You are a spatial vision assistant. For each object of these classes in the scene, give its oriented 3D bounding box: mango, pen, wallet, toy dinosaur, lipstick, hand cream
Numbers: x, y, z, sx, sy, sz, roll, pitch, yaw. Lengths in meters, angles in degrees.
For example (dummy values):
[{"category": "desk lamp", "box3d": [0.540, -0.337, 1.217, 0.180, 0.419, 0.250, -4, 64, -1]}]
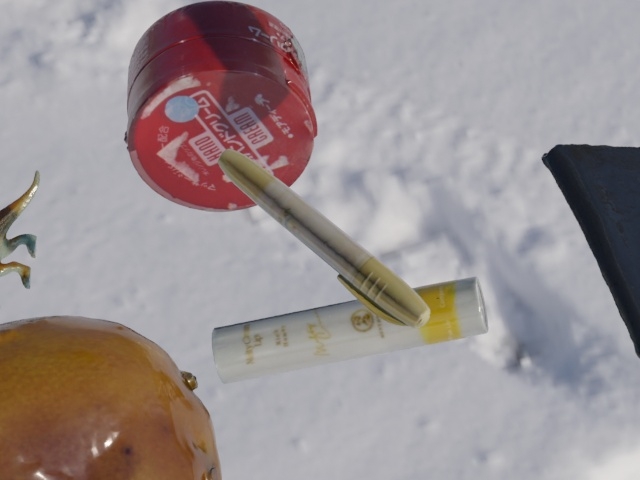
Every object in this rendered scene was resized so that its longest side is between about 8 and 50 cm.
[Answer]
[{"category": "mango", "box3d": [-0.188, 0.135, 1.196, 0.236, 0.136, 0.166, -17, 80, -14]}, {"category": "pen", "box3d": [0.000, 0.000, 1.599, 0.233, 0.040, 0.032, 39, 32, 15]}, {"category": "wallet", "box3d": [0.335, 0.010, 1.902, 0.146, 0.030, 0.285, -2, 52, -25]}, {"category": "toy dinosaur", "box3d": [-0.425, 0.013, 2.314, 0.142, 0.057, 0.212, 7, 72, -5]}, {"category": "lipstick", "box3d": [0.026, 0.086, 1.779, 0.263, 0.059, 0.059, -12, 40, 9]}, {"category": "hand cream", "box3d": [-0.120, -0.160, 2.200, 0.230, 0.230, 0.149, -15, 41, 6]}]
